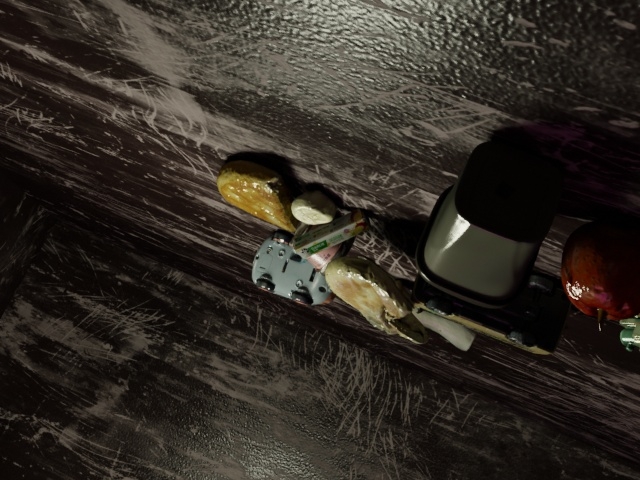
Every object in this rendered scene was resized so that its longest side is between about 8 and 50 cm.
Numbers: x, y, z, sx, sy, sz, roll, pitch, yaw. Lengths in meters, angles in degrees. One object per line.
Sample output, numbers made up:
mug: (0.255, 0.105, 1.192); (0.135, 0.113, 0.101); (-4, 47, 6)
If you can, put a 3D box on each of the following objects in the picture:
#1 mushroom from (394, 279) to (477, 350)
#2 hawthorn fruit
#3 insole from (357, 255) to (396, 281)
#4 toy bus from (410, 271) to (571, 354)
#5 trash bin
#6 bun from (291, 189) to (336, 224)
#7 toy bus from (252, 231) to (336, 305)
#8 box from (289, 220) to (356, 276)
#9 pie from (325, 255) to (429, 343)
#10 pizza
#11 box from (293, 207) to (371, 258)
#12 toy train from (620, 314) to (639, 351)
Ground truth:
mushroom: (0.345, 0.237, 2.281); (0.329, 0.122, 0.159); (27, 155, -6)
hawthorn fruit: (0.523, 0.071, 1.332); (0.179, 0.200, 0.179); (20, 169, 4)
insole: (0.179, 0.095, 2.266); (0.063, 0.010, 0.192); (7, 156, 44)
toy bus: (0.409, 0.149, 1.802); (0.366, 0.176, 0.202); (22, 170, 6)
trash bin: (0.307, -0.031, 1.312); (0.220, 0.219, 0.250); (21, 157, 8)
bun: (-0.016, -0.088, 1.851); (0.115, 0.069, 0.115); (9, 155, 4)
toy bus: (-0.061, 0.102, 2.362); (0.288, 0.194, 0.232); (16, 174, 26)
box: (0.000, 0.000, 1.988); (0.135, 0.151, 0.151); (36, 162, -10)
pie: (0.138, 0.146, 1.864); (0.338, 0.075, 0.337); (36, 164, 12)
pizza: (-0.182, -0.147, 1.888); (0.258, 0.087, 0.268); (24, 164, 20)
box: (0.028, -0.016, 1.870); (0.207, 0.041, 0.050); (-25, 142, 18)
toy train: (0.725, 0.188, 1.551); (0.081, 0.125, 0.194); (35, 161, -22)
